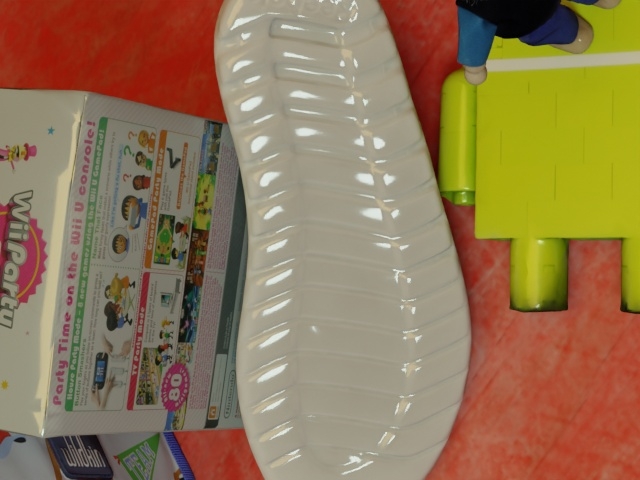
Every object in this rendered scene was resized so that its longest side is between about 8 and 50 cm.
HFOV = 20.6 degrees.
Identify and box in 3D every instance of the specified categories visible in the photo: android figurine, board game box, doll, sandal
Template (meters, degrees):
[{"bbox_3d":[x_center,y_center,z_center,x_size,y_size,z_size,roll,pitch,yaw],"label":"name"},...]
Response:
[{"bbox_3d":[0.191,-0.085,1.215,0.248,0.056,0.273,-2,85,31],"label":"android figurine"},{"bbox_3d":[-0.122,0.022,1.248,0.097,0.303,0.224,7,89,30],"label":"board game box"},{"bbox_3d":[0.127,-0.155,1.114,0.046,0.189,0.129,41,108,26],"label":"doll"},{"bbox_3d":[0.016,-0.001,1.264,0.169,0.102,0.416,-5,104,-4],"label":"sandal"}]

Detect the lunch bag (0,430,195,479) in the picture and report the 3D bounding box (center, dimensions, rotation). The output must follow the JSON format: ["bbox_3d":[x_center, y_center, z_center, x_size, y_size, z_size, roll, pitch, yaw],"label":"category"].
[{"bbox_3d":[-0.249,0.249,1.291,0.238,0.328,0.386,-1,84,26],"label":"lunch bag"}]
